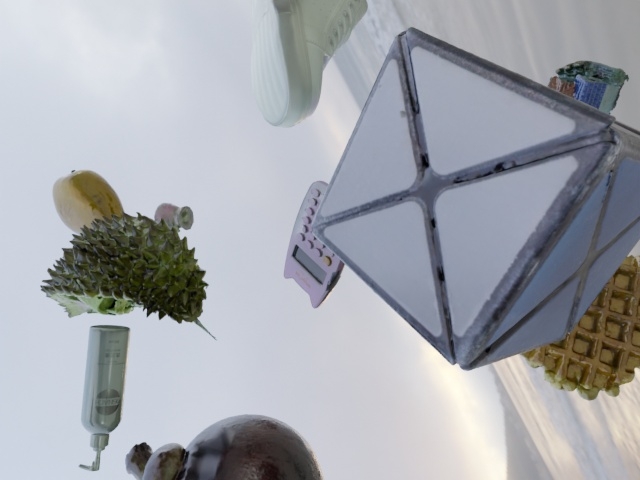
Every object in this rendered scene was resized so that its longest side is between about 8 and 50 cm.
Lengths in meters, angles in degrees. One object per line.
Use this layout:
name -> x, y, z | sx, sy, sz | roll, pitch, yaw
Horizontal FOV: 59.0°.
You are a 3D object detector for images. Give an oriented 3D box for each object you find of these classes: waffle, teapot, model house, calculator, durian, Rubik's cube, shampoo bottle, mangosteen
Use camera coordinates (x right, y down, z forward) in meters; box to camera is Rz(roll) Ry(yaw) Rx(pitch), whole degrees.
waffle -> 0.443, 0.110, 0.956 | 0.301, 0.281, 0.058 | 41, 168, 15
teapot -> -0.298, -0.038, 1.142 | 0.064, 0.064, 0.083 | 66, -148, -45
model house -> 0.554, -0.319, 1.228 | 0.148, 0.149, 0.119 | 33, 132, 33
calculator -> 0.001, 0.000, 1.340 | 0.043, 0.294, 0.194 | -1, -149, -38
durian -> -0.320, 0.056, 0.916 | 0.169, 0.355, 0.157 | 57, -134, -40
Rubik's cube -> 0.187, -0.049, 0.619 | 0.259, 0.260, 0.255 | 2, -148, -47
shampoo bottle -> -0.296, 0.215, 0.772 | 0.056, 0.056, 0.195 | 18, -105, -76
mangosteen -> -0.133, 0.410, 0.858 | 0.293, 0.297, 0.297 | 40, -161, -28

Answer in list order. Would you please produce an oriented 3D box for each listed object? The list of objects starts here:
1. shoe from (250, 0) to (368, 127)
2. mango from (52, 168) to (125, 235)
shoe -> -0.009, -0.295, 0.795 | 0.132, 0.160, 0.363 | 120, 148, -53
mango -> -0.454, -0.060, 1.130 | 0.195, 0.137, 0.098 | 44, -142, 13
